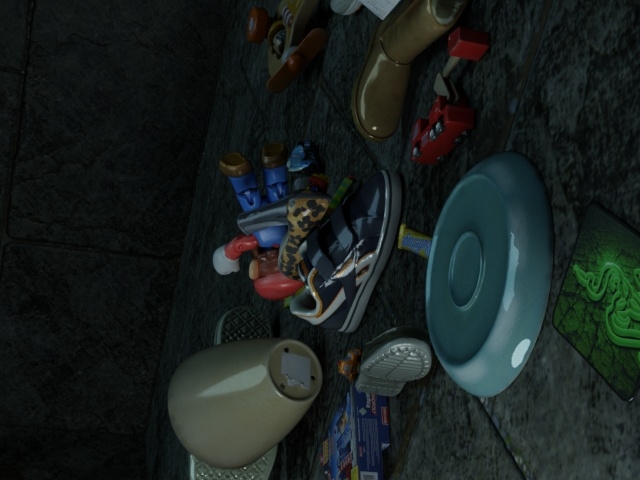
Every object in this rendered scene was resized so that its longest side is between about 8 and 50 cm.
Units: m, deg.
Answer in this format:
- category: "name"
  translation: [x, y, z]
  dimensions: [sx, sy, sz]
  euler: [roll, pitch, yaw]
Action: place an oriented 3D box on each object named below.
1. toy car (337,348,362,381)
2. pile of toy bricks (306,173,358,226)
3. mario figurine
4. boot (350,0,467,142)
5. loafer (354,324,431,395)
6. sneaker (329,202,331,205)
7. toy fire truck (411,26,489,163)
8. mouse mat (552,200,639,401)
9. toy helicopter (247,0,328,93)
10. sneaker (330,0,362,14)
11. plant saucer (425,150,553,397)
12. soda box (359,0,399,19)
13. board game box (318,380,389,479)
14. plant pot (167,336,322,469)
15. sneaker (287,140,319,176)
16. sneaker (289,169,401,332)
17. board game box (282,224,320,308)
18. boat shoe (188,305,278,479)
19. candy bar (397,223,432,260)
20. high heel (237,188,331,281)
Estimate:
- category: "toy car"
  translation: [0.056, 0.227, 1.739]
  dimensions: [0.122, 0.041, 0.060]
  euler: [-121, 41, -66]
- category: "pile of toy bricks"
  translation: [0.032, -0.071, 1.900]
  dimensions: [0.105, 0.118, 0.212]
  euler: [-59, -11, -23]
- category: "mario figurine"
  translation: [-0.109, -0.033, 2.031]
  dimensions: [0.170, 0.198, 0.320]
  euler: [-49, -43, -52]
- category: "boot"
  translation: [0.137, -0.298, 1.620]
  dimensions: [0.269, 0.089, 0.236]
  euler: [150, 128, -69]
- category: "loafer"
  translation: [0.100, 0.160, 1.508]
  dimensions: [0.251, 0.094, 0.087]
  euler: [121, 158, -67]
- category: "sneaker"
  translation: [-0.036, -0.070, 2.103]
  dimensions: [0.118, 0.042, 0.067]
  euler: [-34, 65, 24]
- category: "toy fire truck"
  translation: [0.183, -0.205, 1.493]
  dimensions: [0.192, 0.047, 0.135]
  euler: [131, 144, -64]
- category: "mouse mat"
  translation: [0.293, 0.057, 1.056]
  dimensions: [0.189, 0.007, 0.152]
  euler: [-123, 43, -65]
- category: "toy helicopter"
  translation: [-0.052, -0.482, 2.297]
  dimensions: [0.355, 0.140, 0.235]
  euler: [127, 145, -55]
- category: "sneaker"
  translation: [0.049, -0.549, 1.994]
  dimensions: [0.262, 0.121, 0.099]
  euler: [117, 156, -49]
- category: "plant saucer"
  translation: [0.201, 0.039, 1.325]
  dimensions: [0.317, 0.044, 0.317]
  euler: [-171, 90, -75]
- category: "soda box"
  translation: [0.135, -0.440, 1.563]
  dimensions: [0.216, 0.069, 0.074]
  euler: [-56, 8, -21]
- category: "board game box"
  translation: [0.052, 0.352, 1.661]
  dimensions: [0.194, 0.060, 0.194]
  euler: [120, 153, -56]
- category: "plant pot"
  translation: [-0.123, 0.291, 2.033]
  dimensions: [0.274, 0.256, 0.256]
  euler: [-35, 47, 47]
- category: "sneaker"
  translation: [-0.036, -0.179, 2.222]
  dimensions: [0.162, 0.063, 0.073]
  euler: [-135, 57, -70]
- category: "sneaker"
  translation: [0.038, 0.020, 1.755]
  dimensions: [0.126, 0.127, 0.321]
  euler: [-105, 29, -57]
- category: "board game box"
  translation: [-0.040, 0.048, 2.156]
  dimensions: [0.092, 0.043, 0.181]
  euler: [148, 128, -70]
- category: "boat shoe"
  translation: [-0.188, 0.389, 2.284]
  dimensions: [0.156, 0.187, 0.500]
  euler: [112, 165, -55]
- category: "candy bar"
  translation: [0.148, 0.004, 1.568]
  dimensions: [0.161, 0.018, 0.040]
  euler: [-149, 68, -74]
- category: "high heel"
  translation: [0.000, 0.000, 1.863]
  dimensions: [0.186, 0.261, 0.093]
  euler: [-17, 53, 34]
